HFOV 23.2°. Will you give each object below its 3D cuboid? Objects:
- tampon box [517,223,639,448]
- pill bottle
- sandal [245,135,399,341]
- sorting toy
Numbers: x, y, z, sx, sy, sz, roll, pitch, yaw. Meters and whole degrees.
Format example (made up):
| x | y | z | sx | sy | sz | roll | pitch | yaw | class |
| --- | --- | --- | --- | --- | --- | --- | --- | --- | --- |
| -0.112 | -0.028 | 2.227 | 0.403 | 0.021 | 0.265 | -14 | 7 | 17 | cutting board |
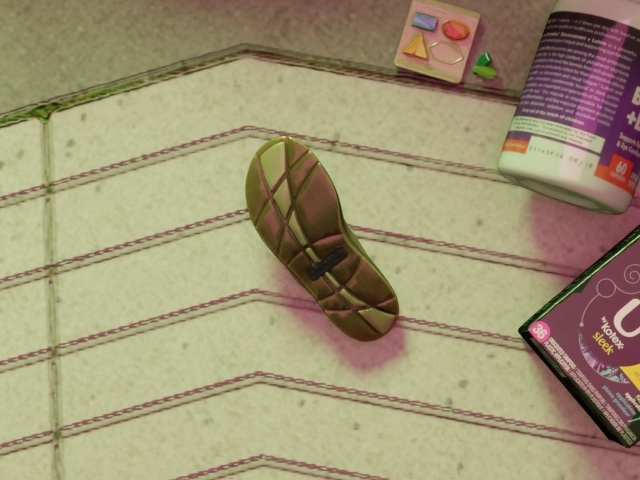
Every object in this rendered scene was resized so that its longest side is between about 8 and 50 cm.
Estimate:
| x | y | z | sx | sy | sz | roll | pitch | yaw | class |
| --- | --- | --- | --- | --- | --- | --- | --- | --- | --- |
| 0.252 | 0.061 | 1.191 | 0.161 | 0.101 | 0.120 | -40 | 86 | 0 | tampon box |
| 0.216 | -0.126 | 1.200 | 0.108 | 0.108 | 0.193 | 19 | 88 | 4 | pill bottle |
| 0.000 | 0.000 | 1.239 | 0.072 | 0.049 | 0.180 | -33 | 100 | 6 | sandal |
| 0.107 | -0.159 | 1.256 | 0.083 | 0.012 | 0.062 | 17 | 87 | 4 | sorting toy |
